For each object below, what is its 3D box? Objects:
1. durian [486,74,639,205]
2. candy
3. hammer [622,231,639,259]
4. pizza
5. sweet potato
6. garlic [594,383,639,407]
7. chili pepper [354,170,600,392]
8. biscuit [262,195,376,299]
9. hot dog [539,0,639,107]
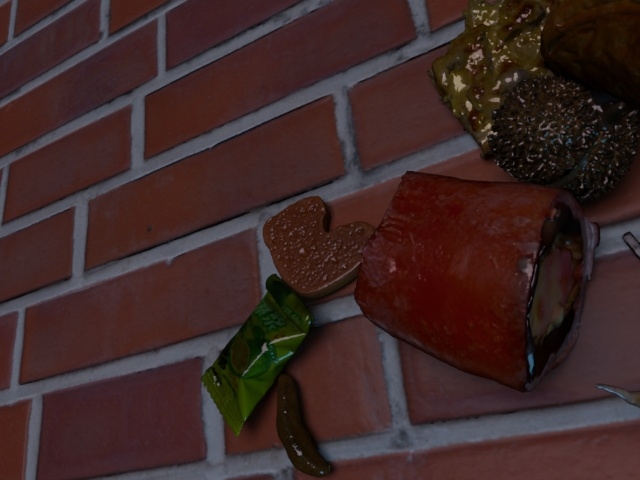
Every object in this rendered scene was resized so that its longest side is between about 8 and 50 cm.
[{"bbox_3d":[0.329,-0.141,0.794,0.196,0.196,0.166,1,71,31],"label":"durian"},{"bbox_3d":[-0.106,0.188,1.003,0.246,0.069,0.149,-53,44,4],"label":"candy"},{"bbox_3d":[0.501,-0.032,0.766,0.199,0.013,0.062,-33,59,17],"label":"hammer"},{"bbox_3d":[0.287,-0.301,0.948,0.223,0.089,0.323,32,90,32],"label":"pizza"},{"bbox_3d":[-0.043,0.297,0.947,0.182,0.053,0.054,65,147,33],"label":"sweet potato"},{"bbox_3d":[0.487,0.145,0.610,0.339,0.196,0.151,-15,52,34],"label":"garlic"},{"bbox_3d":[0.185,0.036,0.799,0.305,0.229,0.251,16,114,33],"label":"chili pepper"},{"bbox_3d":[0.000,0.000,1.035,0.186,0.036,0.192,-36,58,12],"label":"biscuit"},{"bbox_3d":[0.466,-0.232,0.716,0.387,0.267,0.174,36,127,37],"label":"hot dog"}]
